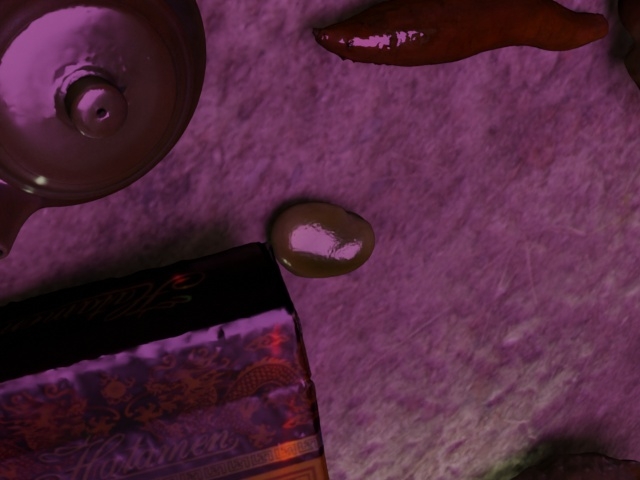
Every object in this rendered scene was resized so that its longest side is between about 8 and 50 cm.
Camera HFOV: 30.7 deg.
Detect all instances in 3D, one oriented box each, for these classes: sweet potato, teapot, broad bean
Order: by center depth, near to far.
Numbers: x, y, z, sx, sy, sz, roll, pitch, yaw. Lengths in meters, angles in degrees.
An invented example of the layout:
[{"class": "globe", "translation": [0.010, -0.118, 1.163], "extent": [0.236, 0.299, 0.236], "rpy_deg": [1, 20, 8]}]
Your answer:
[{"class": "teapot", "translation": [-0.148, -0.116, 0.693], "extent": [0.185, 0.175, 0.267], "rpy_deg": [20, 104, -36]}, {"class": "sweet potato", "translation": [0.113, -0.163, 0.878], "extent": [0.264, 0.057, 0.057], "rpy_deg": [-10, 118, -25]}, {"class": "broad bean", "translation": [0.000, 0.000, 0.909], "extent": [0.083, 0.045, 0.063], "rpy_deg": [3, 112, -20]}]

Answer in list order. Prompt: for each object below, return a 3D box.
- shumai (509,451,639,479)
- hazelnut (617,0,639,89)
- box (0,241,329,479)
[{"class": "shumai", "translation": [0.272, 0.337, 1.144], "extent": [0.189, 0.256, 0.218], "rpy_deg": [-42, 162, -34]}, {"class": "hazelnut", "translation": [0.339, -0.176, 0.941], "extent": [0.170, 0.160, 0.201], "rpy_deg": [-26, 87, -28]}, {"class": "box", "translation": [-0.117, 0.224, 0.878], "extent": [0.264, 0.116, 0.415], "rpy_deg": [-14, 117, -6]}]
